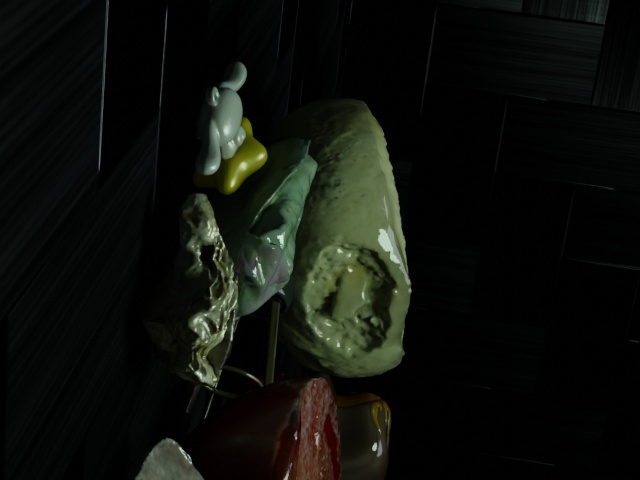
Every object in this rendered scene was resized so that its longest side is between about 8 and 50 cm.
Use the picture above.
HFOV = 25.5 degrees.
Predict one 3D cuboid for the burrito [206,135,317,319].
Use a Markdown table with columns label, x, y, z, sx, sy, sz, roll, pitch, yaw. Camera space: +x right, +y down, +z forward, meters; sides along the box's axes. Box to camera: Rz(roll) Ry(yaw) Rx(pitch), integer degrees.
| label | x | y | z | sx | sy | sz | roll | pitch | yaw |
| --- | --- | --- | --- | --- | --- | --- | --- | --- | --- |
| burrito | -0.071 | -0.005 | 1.397 | 0.089 | 0.144 | 0.229 | 47 | 31 | -22 |

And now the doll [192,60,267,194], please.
| label | x | y | z | sx | sy | sz | roll | pitch | yaw |
| --- | --- | --- | --- | --- | --- | --- | --- | --- | --- |
| doll | -0.093 | -0.100 | 1.366 | 0.135 | 0.072 | 0.113 | -66 | 157 | -59 |

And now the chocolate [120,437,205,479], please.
| label | x | y | z | sx | sy | sz | roll | pitch | yaw |
| --- | --- | --- | --- | --- | --- | --- | --- | --- | --- |
| chocolate | -0.096 | 0.330 | 1.229 | 0.303 | 0.100 | 0.185 | 57 | 22 | -17 |

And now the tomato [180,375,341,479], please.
| label | x | y | z | sx | sy | sz | roll | pitch | yaw |
| --- | --- | --- | --- | --- | --- | --- | --- | --- | --- |
| tomato | -0.087 | 0.283 | 1.466 | 0.309 | 0.170 | 0.308 | 2 | 90 | -76 |

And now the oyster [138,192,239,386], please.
| label | x | y | z | sx | sy | sz | roll | pitch | yaw |
| --- | --- | --- | --- | --- | --- | --- | --- | --- | --- |
| oyster | -0.122 | 0.045 | 1.229 | 0.163 | 0.081 | 0.191 | -140 | -125 | -62 |

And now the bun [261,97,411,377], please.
| label | x | y | z | sx | sy | sz | roll | pitch | yaw |
| --- | --- | --- | --- | --- | --- | --- | --- | --- | --- |
| bun | -0.004 | 0.001 | 1.809 | 0.364 | 0.202 | 0.364 | 174 | -90 | -88 |

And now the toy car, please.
| label | x | y | z | sx | sy | sz | roll | pitch | yaw |
| --- | --- | --- | --- | --- | --- | --- | --- | --- | --- |
| toy car | -0.021 | 0.358 | 2.117 | 0.271 | 0.240 | 0.340 | 89 | 7 | -58 |

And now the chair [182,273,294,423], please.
| label | x | y | z | sx | sy | sz | roll | pitch | yaw |
| --- | --- | --- | --- | --- | --- | --- | --- | --- | --- |
| chair | -0.099 | 0.128 | 1.629 | 0.095 | 0.104 | 0.221 | -30 | -141 | 56 |
